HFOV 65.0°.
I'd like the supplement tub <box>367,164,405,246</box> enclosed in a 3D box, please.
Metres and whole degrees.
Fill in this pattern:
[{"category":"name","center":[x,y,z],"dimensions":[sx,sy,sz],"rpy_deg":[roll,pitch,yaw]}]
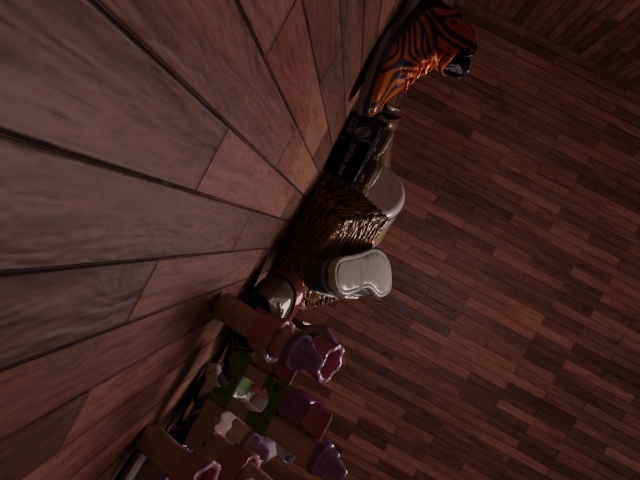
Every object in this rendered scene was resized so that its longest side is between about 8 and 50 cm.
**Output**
[{"category":"supplement tub","center":[0.139,-0.099,1.742],"dimensions":[0.228,0.229,0.316],"rpy_deg":[-60,176,-31]}]

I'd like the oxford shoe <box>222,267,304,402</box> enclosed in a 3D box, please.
[{"category":"oxford shoe","center":[-0.153,0.217,1.037],"dimensions":[0.130,0.123,0.348],"rpy_deg":[-25,139,-61]}]

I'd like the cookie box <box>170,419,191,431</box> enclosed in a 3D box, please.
[{"category":"cookie box","center":[-0.291,0.418,1.015],"dimensions":[0.091,0.040,0.107],"rpy_deg":[-62,178,-15]}]

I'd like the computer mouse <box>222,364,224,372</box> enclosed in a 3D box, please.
[{"category":"computer mouse","center":[-0.165,0.242,1.238],"dimensions":[0.188,0.072,0.272],"rpy_deg":[-58,176,-36]}]

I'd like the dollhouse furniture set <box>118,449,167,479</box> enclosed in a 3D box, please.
[{"category":"dollhouse furniture set","center":[-0.199,0.485,0.692],"dimensions":[0.286,0.304,0.198],"rpy_deg":[-60,177,-25]}]

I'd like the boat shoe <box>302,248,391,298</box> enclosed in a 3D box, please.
[{"category":"boat shoe","center":[0.075,0.081,1.190],"dimensions":[0.320,0.099,0.116],"rpy_deg":[4,80,-59]}]

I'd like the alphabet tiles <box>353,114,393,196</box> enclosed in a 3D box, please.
[{"category":"alphabet tiles","center":[0.108,-0.202,1.380],"dimensions":[0.277,0.021,0.284],"rpy_deg":[-60,-162,27]}]

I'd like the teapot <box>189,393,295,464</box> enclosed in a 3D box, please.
[{"category":"teapot","center":[-0.187,0.458,1.215],"dimensions":[0.256,0.253,0.187],"rpy_deg":[112,-1,-48]}]

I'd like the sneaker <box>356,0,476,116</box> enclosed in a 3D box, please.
[{"category":"sneaker","center":[0.206,-0.358,1.007],"dimensions":[0.321,0.180,0.124],"rpy_deg":[-61,177,-14]}]

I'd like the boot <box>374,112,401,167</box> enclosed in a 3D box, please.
[{"category":"boot","center":[0.221,-0.307,1.774],"dimensions":[0.236,0.089,0.269],"rpy_deg":[-55,153,-71]}]

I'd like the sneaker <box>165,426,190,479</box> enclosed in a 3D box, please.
[{"category":"sneaker","center":[-0.276,0.390,0.880],"dimensions":[0.084,0.058,0.152],"rpy_deg":[-65,173,22]}]

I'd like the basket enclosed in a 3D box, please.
[{"category":"basket","center":[-0.020,-0.006,1.250],"dimensions":[0.214,0.223,0.299],"rpy_deg":[-9,137,-42]}]

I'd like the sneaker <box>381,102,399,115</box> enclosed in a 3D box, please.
[{"category":"sneaker","center":[0.266,-0.493,1.960],"dimensions":[0.064,0.061,0.158],"rpy_deg":[-56,177,9]}]

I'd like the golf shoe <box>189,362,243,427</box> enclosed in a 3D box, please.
[{"category":"golf shoe","center":[-0.201,0.349,1.027],"dimensions":[0.272,0.105,0.120],"rpy_deg":[100,-13,-55]}]

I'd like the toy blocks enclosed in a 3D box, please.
[{"category":"toy blocks","center":[-0.048,0.273,0.784],"dimensions":[0.288,0.260,0.309],"rpy_deg":[-62,150,-6]}]

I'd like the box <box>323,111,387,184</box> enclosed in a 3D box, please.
[{"category":"box","center":[0.088,-0.225,1.201],"dimensions":[0.147,0.078,0.180],"rpy_deg":[-63,177,19]}]
